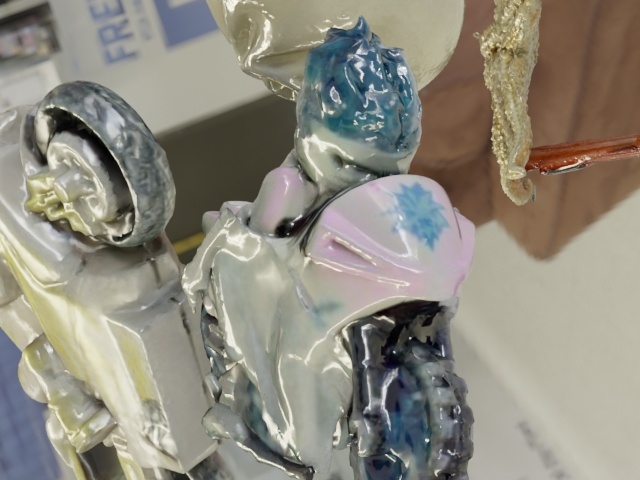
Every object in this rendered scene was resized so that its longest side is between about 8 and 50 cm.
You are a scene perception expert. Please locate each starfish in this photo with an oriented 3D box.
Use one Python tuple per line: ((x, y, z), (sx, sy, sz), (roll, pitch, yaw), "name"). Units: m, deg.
((0.144, -0.146, 1.188), (0.231, 0.048, 0.295), (85, -176, -64), "starfish")

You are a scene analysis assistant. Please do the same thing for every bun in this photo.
((-0.001, -0.146, 0.967), (0.173, 0.120, 0.173), (31, 178, 1), "bun")

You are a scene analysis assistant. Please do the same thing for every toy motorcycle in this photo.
((0.005, 0.000, 0.688), (0.239, 0.108, 0.204), (17, 107, 47), "toy motorcycle")
((-0.141, 0.040, 0.927), (0.223, 0.108, 0.340), (23, 136, 39), "toy motorcycle")

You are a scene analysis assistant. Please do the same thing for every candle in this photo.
((0.223, -0.069, 1.168), (0.167, 0.021, 0.026), (-7, 75, 42), "candle")
